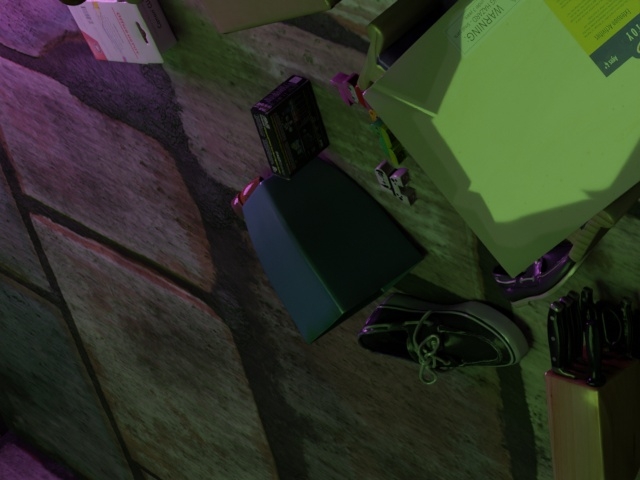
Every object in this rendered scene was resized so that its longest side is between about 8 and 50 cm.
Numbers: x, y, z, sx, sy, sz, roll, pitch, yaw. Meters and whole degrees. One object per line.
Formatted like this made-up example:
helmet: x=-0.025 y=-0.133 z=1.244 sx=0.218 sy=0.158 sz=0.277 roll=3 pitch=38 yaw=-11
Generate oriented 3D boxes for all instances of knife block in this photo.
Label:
knife block: x=0.346 y=0.208 z=1.886 sx=0.088 sy=0.275 sz=0.242 roll=16 pitch=168 yaw=45

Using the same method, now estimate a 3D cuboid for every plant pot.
plant pot: x=0.000 y=0.000 z=2.178 sx=0.234 sy=0.165 sz=0.166 roll=54 pitch=152 yaw=5

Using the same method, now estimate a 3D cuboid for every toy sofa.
toy sofa: x=0.229 y=-0.164 z=1.666 sx=0.362 sy=0.150 sz=0.177 roll=41 pitch=151 yaw=12

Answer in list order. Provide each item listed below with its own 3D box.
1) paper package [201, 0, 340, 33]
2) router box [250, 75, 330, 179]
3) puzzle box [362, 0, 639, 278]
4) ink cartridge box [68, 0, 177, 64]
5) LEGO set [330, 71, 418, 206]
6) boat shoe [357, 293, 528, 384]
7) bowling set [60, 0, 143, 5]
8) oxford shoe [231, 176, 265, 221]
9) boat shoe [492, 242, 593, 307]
paper package: x=-0.082 y=-0.432 z=1.709 sx=0.324 sy=0.168 sz=0.309 roll=59 pitch=157 yaw=-18
router box: x=-0.044 y=-0.164 z=2.097 sx=0.038 sy=0.092 sz=0.122 roll=20 pitch=141 yaw=40
puzzle box: x=0.263 y=-0.176 z=1.511 sx=0.272 sy=0.052 sz=0.409 roll=52 pitch=126 yaw=4
ink cartridge box: x=-0.300 y=-0.341 z=2.254 sx=0.198 sy=0.067 sz=0.115 roll=13 pitch=137 yaw=48
LEGO set: x=0.084 y=-0.164 z=1.938 sx=0.093 sy=0.087 sz=0.227 roll=26 pitch=151 yaw=40
boat shoe: x=0.174 y=0.151 z=2.177 sx=0.306 sy=0.105 sz=0.113 roll=13 pitch=136 yaw=47
bowling set: x=-0.282 y=-0.419 z=2.009 sx=0.287 sy=0.200 sz=0.154 roll=31 pitch=146 yaw=21
oxford shoe: x=-0.040 y=-0.018 z=2.306 sx=0.212 sy=0.076 sz=0.076 roll=40 pitch=112 yaw=-6
boat shoe: x=0.287 y=0.035 z=1.913 sx=0.065 sy=0.075 sz=0.206 roll=45 pitch=156 yaw=-2
